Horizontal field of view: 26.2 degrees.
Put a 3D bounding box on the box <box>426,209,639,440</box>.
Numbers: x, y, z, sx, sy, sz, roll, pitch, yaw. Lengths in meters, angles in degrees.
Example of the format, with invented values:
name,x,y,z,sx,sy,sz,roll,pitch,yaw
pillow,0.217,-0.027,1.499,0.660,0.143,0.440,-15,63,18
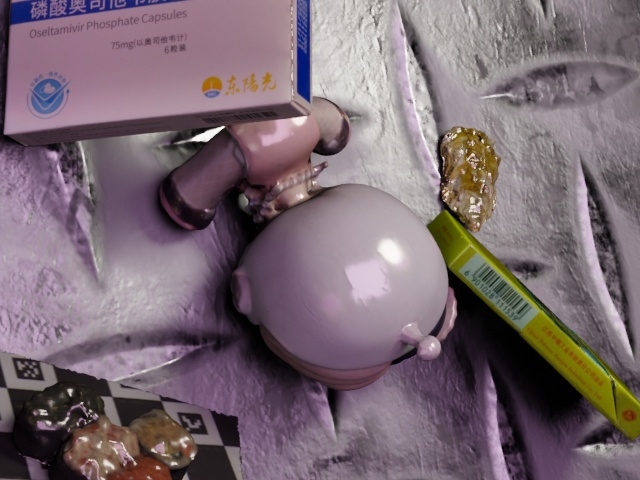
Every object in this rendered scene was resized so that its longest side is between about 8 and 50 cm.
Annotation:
name,x,y,z,sx,sy,sz,roll,pitch,yaw
box,0.274,0.105,1.745,0.335,0.187,0.047,43,96,-14

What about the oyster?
name,x,y,z,sx,sy,sz,roll,pitch,yaw
oyster,0.198,-0.088,1.830,0.121,0.045,0.146,44,61,3

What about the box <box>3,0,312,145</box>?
name,x,y,z,sx,sy,sz,roll,pitch,yaw
box,-0.180,-0.219,1.507,0.065,0.343,0.200,35,53,-68

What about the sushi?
name,x,y,z,sx,sy,sz,roll,pitch,yaw
sushi,-0.200,0.237,1.411,0.320,0.068,0.339,20,33,-22

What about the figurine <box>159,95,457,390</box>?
name,x,y,z,sx,sy,sz,roll,pitch,yaw
figurine,-0.008,0.005,1.594,0.253,0.211,0.361,-31,90,-7
